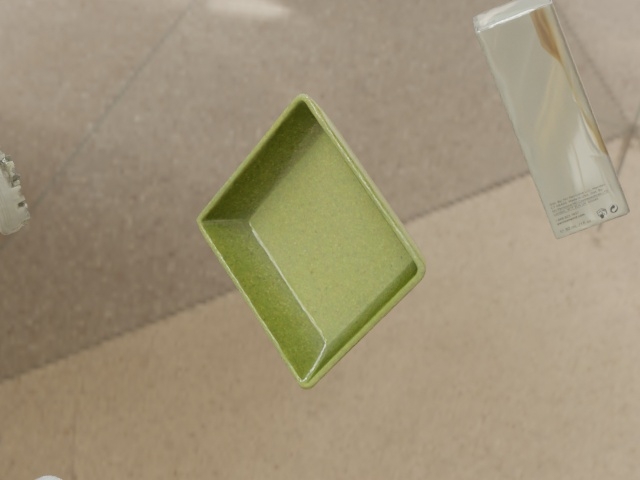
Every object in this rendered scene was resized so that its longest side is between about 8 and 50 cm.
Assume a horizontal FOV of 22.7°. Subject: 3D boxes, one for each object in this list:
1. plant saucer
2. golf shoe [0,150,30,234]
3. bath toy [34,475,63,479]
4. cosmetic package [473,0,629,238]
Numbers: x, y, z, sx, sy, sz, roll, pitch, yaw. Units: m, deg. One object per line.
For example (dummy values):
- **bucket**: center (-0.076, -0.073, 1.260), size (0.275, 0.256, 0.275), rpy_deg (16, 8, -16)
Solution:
- **plant saucer**: center (0.000, 0.000, 1.350), size (0.045, 0.188, 0.188), rpy_deg (-16, 66, -46)
- **golf shoe**: center (-0.211, -0.058, 0.739), size (0.086, 0.069, 0.176), rpy_deg (-41, 86, -17)
- **bath toy**: center (-0.271, 0.301, 1.153), size (0.129, 0.348, 0.151), rpy_deg (7, 46, -32)
- **cosmetic package**: center (0.117, -0.065, 0.809), size (0.041, 0.115, 0.060), rpy_deg (-21, 14, 10)
